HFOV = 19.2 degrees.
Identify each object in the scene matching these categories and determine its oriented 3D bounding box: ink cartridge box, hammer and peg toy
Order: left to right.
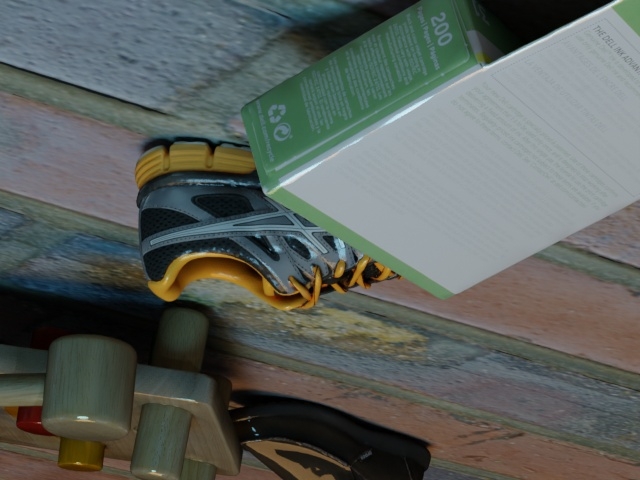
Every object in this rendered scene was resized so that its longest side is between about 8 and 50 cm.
[{"bbox_3d":[-0.201,0.105,1.376,0.266,0.127,0.361,7,162,6],"label":"hammer and peg toy"},{"bbox_3d":[0.107,-0.063,0.868,0.235,0.056,0.171,-29,147,22],"label":"ink cartridge box"}]

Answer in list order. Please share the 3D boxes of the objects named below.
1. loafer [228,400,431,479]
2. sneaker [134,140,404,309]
[{"bbox_3d":[0.005,0.193,1.629,0.220,0.078,0.080,19,159,-31],"label":"loafer"},{"bbox_3d":[0.000,0.000,1.049,0.215,0.083,0.084,4,160,7],"label":"sneaker"}]
